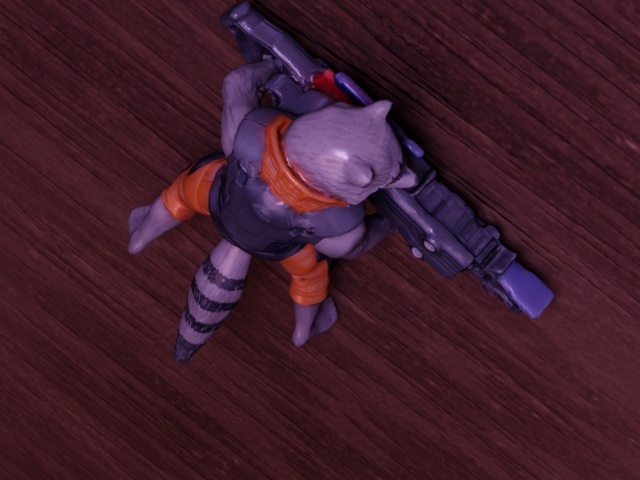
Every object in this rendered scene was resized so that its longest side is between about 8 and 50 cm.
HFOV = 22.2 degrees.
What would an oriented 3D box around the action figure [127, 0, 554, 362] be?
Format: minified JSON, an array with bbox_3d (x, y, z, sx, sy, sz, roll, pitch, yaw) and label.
[{"bbox_3d":[0.000,0.000,1.292,0.341,0.178,0.330,40,150,2],"label":"action figure"}]
